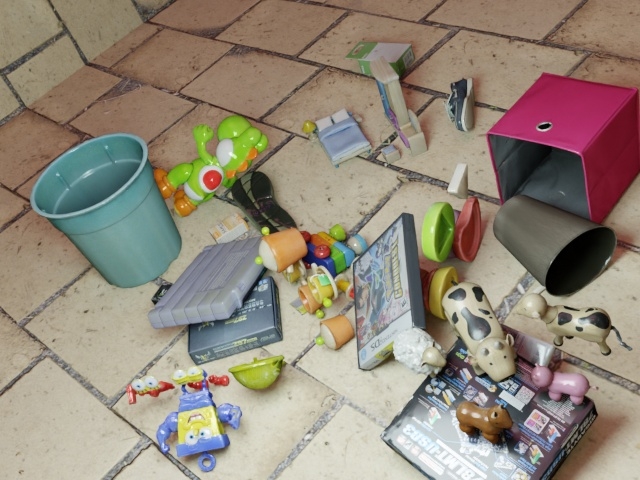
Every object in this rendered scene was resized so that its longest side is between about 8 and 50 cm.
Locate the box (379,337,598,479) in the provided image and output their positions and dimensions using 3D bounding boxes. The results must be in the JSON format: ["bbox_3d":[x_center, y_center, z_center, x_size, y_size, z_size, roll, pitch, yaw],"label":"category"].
[{"bbox_3d":[0.314,0.351,1.494,0.295,0.073,0.293,32,76,37],"label":"box"}]

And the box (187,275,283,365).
[{"bbox_3d":[-0.214,0.199,1.968,0.233,0.059,0.183,-17,41,8],"label":"box"}]

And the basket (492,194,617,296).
[{"bbox_3d":[0.514,-0.003,1.789,0.204,0.154,0.227,-31,38,-11],"label":"basket"}]

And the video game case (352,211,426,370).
[{"bbox_3d":[0.143,0.116,1.733,0.035,0.248,0.275,11,57,-22],"label":"video game case"}]

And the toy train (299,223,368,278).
[{"bbox_3d":[0.000,0.000,2.059,0.143,0.105,0.248,-29,40,-23],"label":"toy train"}]

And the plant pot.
[{"bbox_3d":[-0.571,-0.066,2.204,0.341,0.334,0.341,-12,42,11],"label":"plant pot"}]

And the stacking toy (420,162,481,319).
[{"bbox_3d":[0.257,-0.009,1.814,0.130,0.279,0.309,7,45,28],"label":"stacking toy"}]

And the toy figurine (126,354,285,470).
[{"bbox_3d":[-0.234,0.396,1.750,0.362,0.191,0.217,-12,72,2],"label":"toy figurine"}]

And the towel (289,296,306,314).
[{"bbox_3d":[-0.032,0.149,1.976,0.083,0.009,0.060,-36,42,-14],"label":"towel"}]

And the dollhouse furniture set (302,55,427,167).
[{"bbox_3d":[0.106,-0.348,2.300,0.303,0.198,0.286,-24,41,0],"label":"dollhouse furniture set"}]

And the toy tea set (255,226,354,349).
[{"bbox_3d":[-0.051,0.118,1.866,0.124,0.200,0.336,-25,49,-16],"label":"toy tea set"}]

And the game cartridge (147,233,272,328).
[{"bbox_3d":[-0.262,0.102,2.015,0.230,0.068,0.355,-6,26,22],"label":"game cartridge"}]

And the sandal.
[{"bbox_3d":[-0.163,-0.080,2.233,0.120,0.086,0.303,-25,55,-11],"label":"sandal"}]

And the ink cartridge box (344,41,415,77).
[{"bbox_3d":[0.198,-0.609,2.638,0.209,0.062,0.109,14,53,35],"label":"ink cartridge box"}]

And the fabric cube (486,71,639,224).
[{"bbox_3d":[0.590,-0.214,1.889,0.254,0.259,0.258,23,58,41],"label":"fabric cube"}]

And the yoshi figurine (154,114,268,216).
[{"bbox_3d":[-0.317,-0.242,2.341,0.362,0.203,0.203,-32,-4,16],"label":"yoshi figurine"}]

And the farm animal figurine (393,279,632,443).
[{"bbox_3d":[0.334,0.183,1.444,0.330,0.172,0.327,-40,51,-6],"label":"farm animal figurine"}]

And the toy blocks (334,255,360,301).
[{"bbox_3d":[0.119,0.109,1.916,0.123,0.054,0.148,-43,45,-21],"label":"toy blocks"}]

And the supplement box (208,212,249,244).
[{"bbox_3d":[-0.262,-0.031,2.252,0.098,0.036,0.062,-34,41,-12],"label":"supplement box"}]

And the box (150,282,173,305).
[{"bbox_3d":[-0.396,0.157,2.101,0.083,0.052,0.062,6,49,31],"label":"box"}]

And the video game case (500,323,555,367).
[{"bbox_3d":[0.359,0.269,1.599,0.173,0.022,0.190,22,84,37],"label":"video game case"}]

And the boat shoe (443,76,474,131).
[{"bbox_3d":[0.403,-0.396,2.293,0.079,0.095,0.254,-5,43,18],"label":"boat shoe"}]
